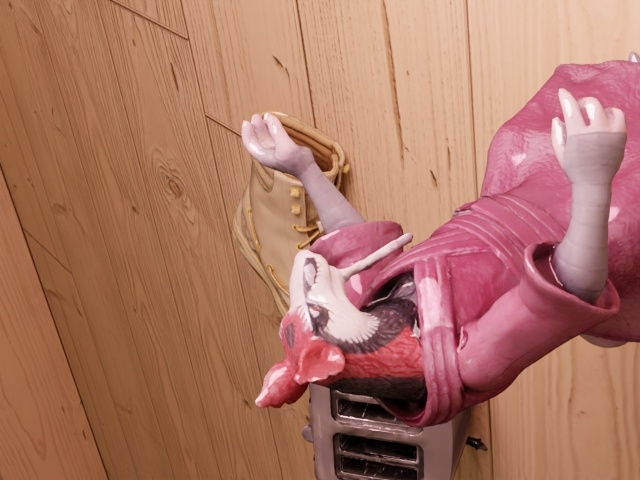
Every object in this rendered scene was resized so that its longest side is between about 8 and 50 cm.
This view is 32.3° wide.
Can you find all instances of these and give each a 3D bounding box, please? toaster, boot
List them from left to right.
[{"bbox_3d":[0.000,0.000,1.198,0.262,0.095,0.203,52,151,25],"label":"boot"},{"bbox_3d":[0.074,0.168,1.136,0.186,0.110,0.168,6,121,16],"label":"toaster"}]

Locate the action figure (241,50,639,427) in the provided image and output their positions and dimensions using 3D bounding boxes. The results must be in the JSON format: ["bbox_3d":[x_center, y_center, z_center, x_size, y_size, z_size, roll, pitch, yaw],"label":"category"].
[{"bbox_3d":[0.115,0.023,0.689,0.248,0.370,0.275,19,132,55],"label":"action figure"}]
